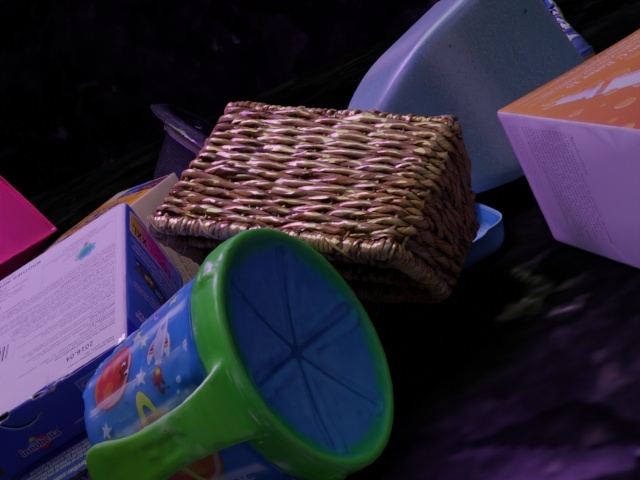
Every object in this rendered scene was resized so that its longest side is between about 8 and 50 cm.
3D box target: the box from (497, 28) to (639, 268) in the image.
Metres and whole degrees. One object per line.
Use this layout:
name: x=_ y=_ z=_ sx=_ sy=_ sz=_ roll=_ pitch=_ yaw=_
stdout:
box: x=0.355 y=-0.094 z=1.133 sx=0.215 sy=0.168 sz=0.345 roll=-30 pitch=15 yaw=-9

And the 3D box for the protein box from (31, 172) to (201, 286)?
protein box: x=-0.266 y=0.045 z=1.704 sx=0.136 sy=0.200 sz=0.201 roll=-16 pitch=19 yaw=40

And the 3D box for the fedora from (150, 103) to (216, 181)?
fedora: x=-0.215 y=-0.129 z=2.218 sx=0.153 sy=0.334 sz=0.334 roll=-61 pitch=13 yaw=8

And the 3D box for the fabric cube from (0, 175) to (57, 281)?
fabric cube: x=-0.572 y=0.013 z=1.598 sx=0.258 sy=0.259 sz=0.254 roll=-45 pitch=1 yaw=18

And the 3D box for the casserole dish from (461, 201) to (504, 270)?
casserole dish: x=0.159 y=-0.001 z=1.425 sx=0.114 sy=0.037 sz=0.188 roll=-29 pitch=16 yaw=-7

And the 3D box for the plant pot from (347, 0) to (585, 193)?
plant pot: x=0.176 y=-0.172 z=1.534 sx=0.252 sy=0.248 sz=0.247 roll=-39 pitch=7 yaw=-17

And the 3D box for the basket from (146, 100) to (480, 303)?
basket: x=0.000 y=0.000 z=1.267 sx=0.299 sy=0.214 sz=0.223 roll=6 pitch=44 yaw=22

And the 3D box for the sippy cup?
sippy cup: x=-0.089 y=0.140 z=1.076 sx=0.224 sy=0.305 sz=0.240 roll=-31 pitch=56 yaw=30

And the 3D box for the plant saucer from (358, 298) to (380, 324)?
plant saucer: x=-0.077 y=0.123 z=1.410 sx=0.310 sy=0.050 sz=0.310 roll=-27 pitch=15 yaw=8

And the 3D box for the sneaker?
sneaker: x=0.385 y=-0.355 z=2.033 sx=0.111 sy=0.131 sz=0.296 roll=-25 pitch=16 yaw=3

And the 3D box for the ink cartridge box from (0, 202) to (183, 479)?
ink cartridge box: x=-0.290 y=0.158 z=1.329 sx=0.270 sy=0.151 sz=0.395 roll=-32 pitch=26 yaw=7
